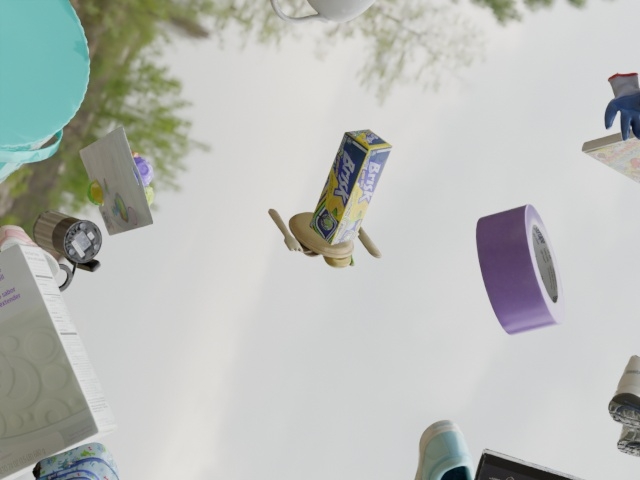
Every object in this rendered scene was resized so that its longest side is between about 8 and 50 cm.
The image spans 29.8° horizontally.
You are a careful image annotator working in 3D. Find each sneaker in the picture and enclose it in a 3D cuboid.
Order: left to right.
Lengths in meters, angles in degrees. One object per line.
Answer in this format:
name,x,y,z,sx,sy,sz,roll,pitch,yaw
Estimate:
sneaker,-0.525,0.017,2.156,0.051,0.134,0.070,-44,-138,7
sneaker,0.288,0.588,2.754,0.150,0.135,0.366,-109,-172,-52
sneaker,0.628,0.331,2.306,0.297,0.111,0.129,65,40,-51

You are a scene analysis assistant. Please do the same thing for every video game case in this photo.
video game case,0.662,-0.159,2.368,0.227,0.206,0.026,-13,-126,66

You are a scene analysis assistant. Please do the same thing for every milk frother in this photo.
milk frother,-0.511,0.022,2.328,0.135,0.143,0.129,14,-57,50

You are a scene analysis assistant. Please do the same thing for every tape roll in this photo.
tape roll,0.304,0.044,1.822,0.080,0.189,0.189,-16,-141,20

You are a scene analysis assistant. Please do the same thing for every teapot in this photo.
teapot,0.034,-0.589,2.500,0.252,0.187,0.256,-29,-145,41

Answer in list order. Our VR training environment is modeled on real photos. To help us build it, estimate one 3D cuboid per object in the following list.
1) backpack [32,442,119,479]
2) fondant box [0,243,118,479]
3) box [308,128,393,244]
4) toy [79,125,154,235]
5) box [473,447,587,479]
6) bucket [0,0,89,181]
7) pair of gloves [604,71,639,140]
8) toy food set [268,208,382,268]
backpack,-0.353,0.362,1.769,0.084,0.114,0.105,-124,-169,-62
fondant box,-0.503,0.204,1.924,0.238,0.330,0.096,-26,171,8
box,0.044,-0.080,1.785,0.054,0.059,0.169,39,-57,30
toy,-0.275,-0.085,1.707,0.237,0.056,0.137,-10,-81,62
box,0.407,0.577,2.264,0.073,0.295,0.293,23,84,-82
bucket,-0.404,-0.186,1.330,0.183,0.281,0.281,-23,-136,48
pair of gloves,0.534,-0.215,1.853,0.023,0.198,0.159,71,16,-46
toy food set,0.000,0.000,2.068,0.038,0.192,0.132,-63,-140,29
